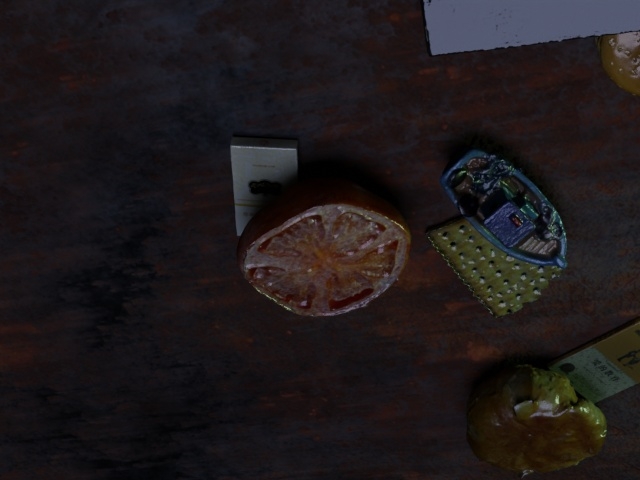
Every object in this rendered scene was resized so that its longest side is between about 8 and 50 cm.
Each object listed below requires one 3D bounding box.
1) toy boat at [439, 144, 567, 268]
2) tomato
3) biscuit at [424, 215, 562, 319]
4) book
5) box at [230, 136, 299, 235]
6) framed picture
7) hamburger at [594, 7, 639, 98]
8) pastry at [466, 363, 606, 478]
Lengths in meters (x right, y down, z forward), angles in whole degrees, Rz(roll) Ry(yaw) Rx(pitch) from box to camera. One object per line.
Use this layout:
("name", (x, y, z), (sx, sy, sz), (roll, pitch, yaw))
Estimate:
("toy boat", (0.249, -0.036, 1.542), (0.100, 0.097, 0.223), (-42, 116, 17))
("tomato", (0.000, 0.000, 1.606), (0.236, 0.095, 0.237), (-8, 137, -8))
("biscuit", (0.253, 0.028, 1.670), (0.144, 0.016, 0.203), (-25, 125, 29))
("book", (0.447, 0.185, 1.799), (0.118, 0.012, 0.172), (37, 128, -27))
("box", (-0.074, -0.070, 1.616), (0.090, 0.024, 0.167), (3, 134, 3))
("framed picture", (0.258, -0.332, 1.268), (0.323, 0.013, 0.244), (-5, 114, 12))
("hamburger", (0.385, -0.230, 1.354), (0.138, 0.083, 0.147), (-29, 120, 30))
("pastry", (0.326, 0.285, 1.850), (0.229, 0.100, 0.218), (-31, 127, 33))
